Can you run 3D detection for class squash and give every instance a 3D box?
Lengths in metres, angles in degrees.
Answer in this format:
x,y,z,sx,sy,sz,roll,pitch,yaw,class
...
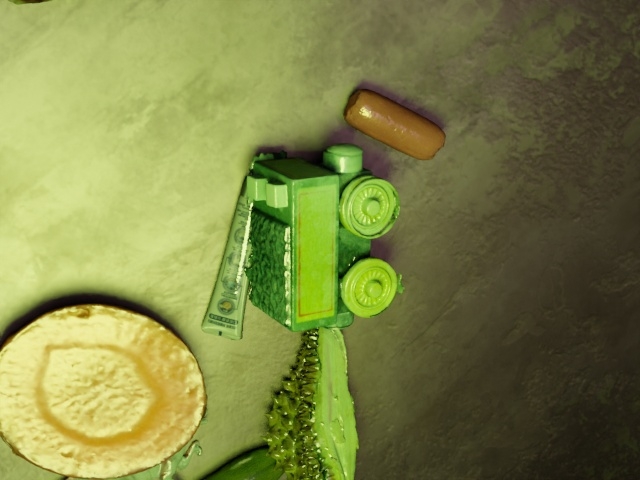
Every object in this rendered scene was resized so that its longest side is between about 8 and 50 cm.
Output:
x,y,z,sx,sy,sz,roll,pitch,yaw,class
-0.158,0.384,1.642,0.258,0.069,0.069,-33,108,-6,squash

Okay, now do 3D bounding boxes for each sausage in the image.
x,y,z,sx,sy,sz,roll,pitch,yaw,class
0.109,-0.166,1.592,0.154,0.062,0.062,25,95,-18,sausage

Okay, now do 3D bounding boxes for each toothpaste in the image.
x,y,z,sx,sy,sz,roll,pitch,yaw,class
-0.118,0.028,1.588,0.062,0.039,0.239,13,100,-2,toothpaste

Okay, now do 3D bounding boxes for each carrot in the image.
x,y,z,sx,sy,sz,roll,pitch,yaw,class
-0.308,0.212,1.530,0.307,0.100,0.258,10,94,-11,carrot

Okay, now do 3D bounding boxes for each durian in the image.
x,y,z,sx,sy,sz,roll,pitch,yaw,class
-0.010,0.285,1.626,0.132,0.107,0.375,7,76,-38,durian

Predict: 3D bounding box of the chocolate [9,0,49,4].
x,y,z,sx,sy,sz,roll,pitch,yaw,class
-0.376,-0.439,1.327,0.225,0.210,0.340,-39,108,4,chocolate

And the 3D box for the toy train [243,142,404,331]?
x,y,z,sx,sy,sz,roll,pitch,yaw,class
0.000,0.000,1.540,0.188,0.159,0.271,-8,109,-28,toy train

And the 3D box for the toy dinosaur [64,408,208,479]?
x,y,z,sx,sy,sz,roll,pitch,yaw,class
-0.287,0.326,1.604,0.242,0.053,0.167,1,101,-15,toy dinosaur
